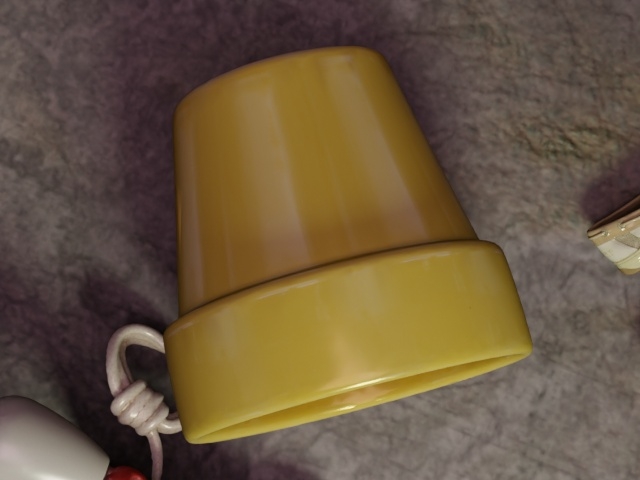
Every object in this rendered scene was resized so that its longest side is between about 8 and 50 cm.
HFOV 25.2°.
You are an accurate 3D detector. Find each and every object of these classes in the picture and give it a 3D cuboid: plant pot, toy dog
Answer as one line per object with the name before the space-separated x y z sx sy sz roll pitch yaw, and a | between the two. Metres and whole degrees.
plant pot | 0.000 0.000 1.026 0.254 0.254 0.239 -14 81 2
toy dog | -0.128 0.248 1.087 0.334 0.220 0.161 48 126 4

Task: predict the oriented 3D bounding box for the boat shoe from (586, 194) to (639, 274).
boat shoe | 0.274 -0.041 1.101 0.048 0.056 0.153 44 102 -8
